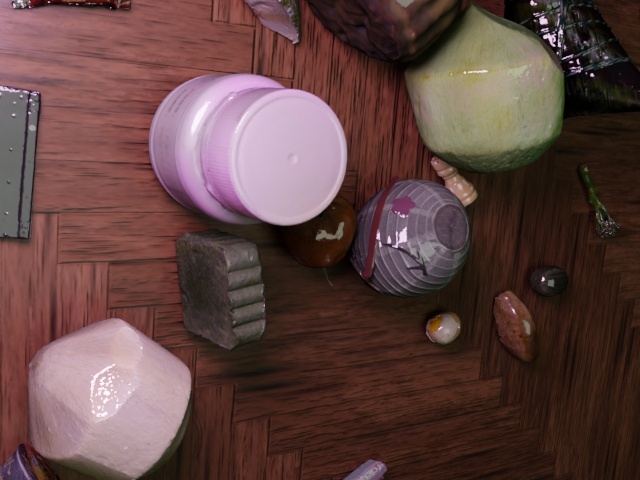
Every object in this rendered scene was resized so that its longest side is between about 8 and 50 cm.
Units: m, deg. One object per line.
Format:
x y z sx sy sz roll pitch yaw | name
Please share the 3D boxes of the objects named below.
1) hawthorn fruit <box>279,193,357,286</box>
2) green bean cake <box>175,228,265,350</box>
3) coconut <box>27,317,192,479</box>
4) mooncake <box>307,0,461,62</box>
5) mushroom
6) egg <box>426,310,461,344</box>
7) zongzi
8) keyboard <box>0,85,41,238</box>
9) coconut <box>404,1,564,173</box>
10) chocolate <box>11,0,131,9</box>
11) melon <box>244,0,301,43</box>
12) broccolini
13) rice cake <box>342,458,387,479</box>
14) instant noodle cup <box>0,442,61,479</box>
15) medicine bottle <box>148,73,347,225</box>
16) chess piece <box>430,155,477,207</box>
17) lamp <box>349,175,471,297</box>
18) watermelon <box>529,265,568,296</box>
-0.012 -0.010 1.339 0.149 0.149 0.189 -8 144 -31 | hawthorn fruit
-0.169 0.080 1.212 0.094 0.185 0.183 -10 104 -33 | green bean cake
-0.343 0.249 1.110 0.237 0.237 0.266 -51 121 -13 | coconut
0.094 -0.438 1.209 0.161 0.290 0.290 -49 121 -8 | mooncake
0.483 0.224 1.714 0.072 0.094 0.209 -36 121 -24 | mushroom
0.281 0.195 1.589 0.083 0.071 0.071 -43 119 -21 | egg
0.543 -0.387 1.467 0.319 0.362 0.383 -5 102 -50 | zongzi
-0.474 -0.118 1.078 0.072 0.023 0.231 4 98 -26 | keyboard
0.318 -0.299 1.372 0.281 0.328 0.328 -22 112 -16 | coconut
-0.379 -0.395 1.074 0.182 0.028 0.086 -12 114 -29 | chocolate
-0.086 -0.420 1.208 0.093 0.139 0.202 -29 119 1 | melon
0.709 -0.097 1.804 0.216 0.067 0.058 59 30 -27 | broccolini
0.030 0.582 1.525 0.290 0.051 0.081 -31 114 -23 | rice cake
-0.500 0.417 1.125 0.136 0.127 0.127 -37 118 -11 | instant noodle cup
-0.119 -0.143 1.125 0.241 0.302 0.241 -7 104 -31 | medicine bottle
0.286 -0.133 1.530 0.066 0.066 0.122 -43 114 -17 | chess piece
0.172 0.000 1.390 0.233 0.233 0.265 48 50 -30 | lamp
0.570 0.100 1.748 0.111 0.078 0.078 -4 103 -32 | watermelon
